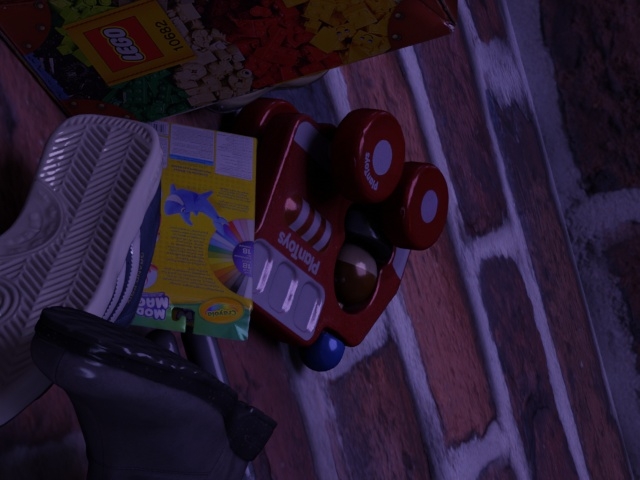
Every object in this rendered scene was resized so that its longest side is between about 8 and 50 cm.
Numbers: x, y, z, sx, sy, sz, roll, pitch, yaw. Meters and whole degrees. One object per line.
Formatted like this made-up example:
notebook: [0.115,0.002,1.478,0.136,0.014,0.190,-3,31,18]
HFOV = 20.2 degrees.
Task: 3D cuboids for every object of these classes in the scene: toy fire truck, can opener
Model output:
toy fire truck: [0.000,0.000,1.943,0.302,0.169,0.254,43,62,-52]
can opener: [-0.101,0.211,1.663,0.093,0.074,0.280,-171,-115,-76]

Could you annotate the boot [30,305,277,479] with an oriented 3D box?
boot: [-0.150,0.191,1.326,0.223,0.118,0.338,-60,152,-8]

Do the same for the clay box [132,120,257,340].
clay box: [-0.126,-0.003,1.643,0.053,0.127,0.222,119,-24,-55]

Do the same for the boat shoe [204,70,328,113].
boat shoe: [-0.035,-0.233,1.926,0.122,0.120,0.324,46,34,1]

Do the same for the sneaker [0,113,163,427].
sneaker: [-0.209,0.055,1.418,0.350,0.131,0.148,-61,159,-45]

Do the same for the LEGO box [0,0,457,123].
LEGO box: [-0.074,-0.378,1.674,0.193,0.372,0.500,54,31,-43]
